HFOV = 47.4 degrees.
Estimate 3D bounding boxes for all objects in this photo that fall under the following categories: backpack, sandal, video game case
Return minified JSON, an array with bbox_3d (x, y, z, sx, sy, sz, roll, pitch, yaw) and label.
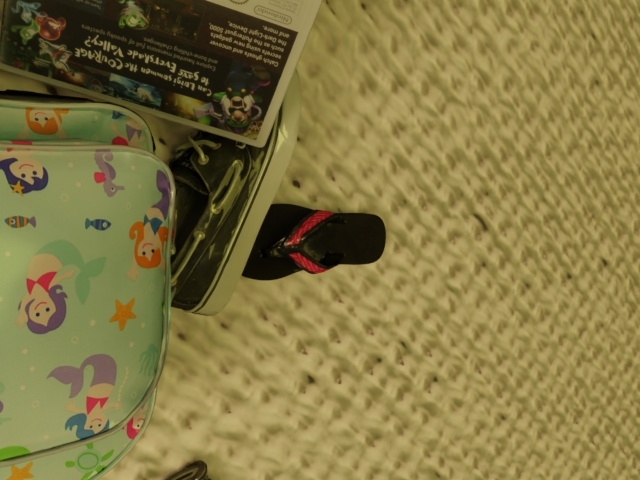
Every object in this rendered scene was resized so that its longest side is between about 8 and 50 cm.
[{"bbox_3d":[-0.201,0.040,0.431,0.225,0.191,0.253,-3,104,-38],"label":"backpack"},{"bbox_3d":[0.000,0.000,0.663,0.179,0.040,0.067,-5,100,-37],"label":"sandal"},{"bbox_3d":[-0.099,-0.158,0.468,0.190,0.022,0.173,15,128,-16],"label":"video game case"}]

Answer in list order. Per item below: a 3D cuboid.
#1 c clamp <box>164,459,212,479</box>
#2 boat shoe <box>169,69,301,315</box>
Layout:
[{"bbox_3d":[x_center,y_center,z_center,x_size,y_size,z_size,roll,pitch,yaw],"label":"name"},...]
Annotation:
[{"bbox_3d":[-0.094,0.251,0.648,0.137,0.022,0.160,-51,125,-14],"label":"c clamp"},{"bbox_3d":[-0.079,-0.050,0.571,0.070,0.078,0.219,20,86,-39],"label":"boat shoe"}]
